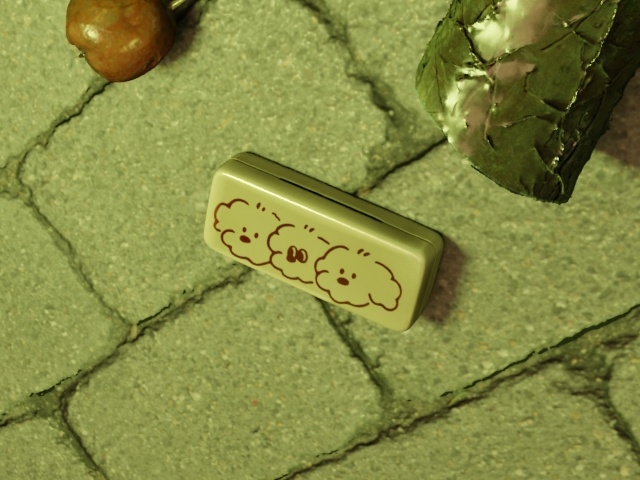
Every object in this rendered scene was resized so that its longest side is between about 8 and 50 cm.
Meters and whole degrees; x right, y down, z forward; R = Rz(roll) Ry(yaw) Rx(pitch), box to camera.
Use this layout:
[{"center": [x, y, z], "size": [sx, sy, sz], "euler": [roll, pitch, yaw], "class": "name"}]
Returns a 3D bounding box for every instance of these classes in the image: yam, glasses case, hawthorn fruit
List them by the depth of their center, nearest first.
[{"center": [0.266, -0.240, 1.481], "size": [0.241, 0.241, 0.348], "euler": [33, 123, 10], "class": "yam"}, {"center": [-0.257, -0.297, 1.809], "size": [0.189, 0.149, 0.149], "euler": [-13, 114, -9], "class": "hawthorn fruit"}, {"center": [0.000, 0.000, 1.843], "size": [0.336, 0.076, 0.144], "euler": [23, 123, 17], "class": "glasses case"}]
